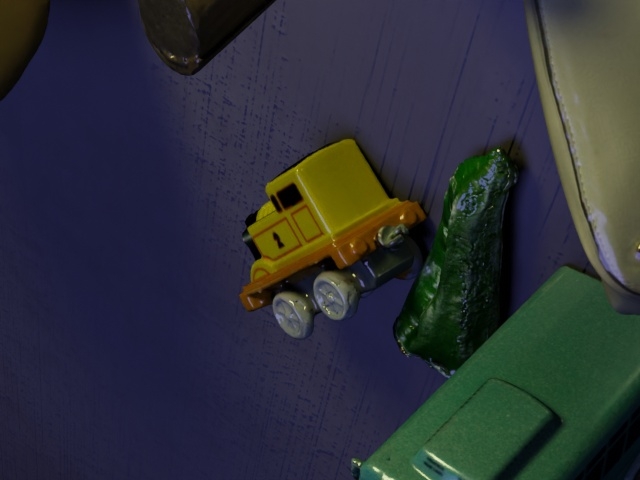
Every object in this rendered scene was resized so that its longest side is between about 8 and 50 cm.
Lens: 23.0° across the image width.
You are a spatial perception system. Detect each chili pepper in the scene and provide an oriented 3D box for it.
[{"bbox_3d":[0.112,0.013,1.155,0.088,0.059,0.227,31,141,16],"label":"chili pepper"}]

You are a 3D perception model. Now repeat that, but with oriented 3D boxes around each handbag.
[{"bbox_3d":[0.152,-0.069,0.840,0.315,0.109,0.241,-125,23,-88],"label":"handbag"}]

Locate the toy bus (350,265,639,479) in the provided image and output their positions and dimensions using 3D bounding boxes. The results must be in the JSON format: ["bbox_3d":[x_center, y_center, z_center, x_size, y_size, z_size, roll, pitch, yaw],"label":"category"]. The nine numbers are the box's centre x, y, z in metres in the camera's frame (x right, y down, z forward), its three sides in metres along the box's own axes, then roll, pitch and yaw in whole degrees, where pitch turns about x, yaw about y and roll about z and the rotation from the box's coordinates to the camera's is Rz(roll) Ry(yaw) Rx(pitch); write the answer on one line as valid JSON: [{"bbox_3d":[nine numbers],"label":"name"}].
[{"bbox_3d":[0.136,0.146,1.072,0.128,0.256,0.147,30,142,28],"label":"toy bus"}]

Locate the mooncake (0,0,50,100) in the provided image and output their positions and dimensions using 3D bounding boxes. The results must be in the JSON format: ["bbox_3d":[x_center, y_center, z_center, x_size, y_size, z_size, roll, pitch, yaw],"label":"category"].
[{"bbox_3d":[-0.390,-0.245,1.195,0.201,0.378,0.378,21,141,55],"label":"mooncake"}]

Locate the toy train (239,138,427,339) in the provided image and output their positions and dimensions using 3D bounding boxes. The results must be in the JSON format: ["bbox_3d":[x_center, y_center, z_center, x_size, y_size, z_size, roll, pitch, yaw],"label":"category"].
[{"bbox_3d":[0.000,0.000,1.248,0.127,0.089,0.219,61,149,-1],"label":"toy train"}]

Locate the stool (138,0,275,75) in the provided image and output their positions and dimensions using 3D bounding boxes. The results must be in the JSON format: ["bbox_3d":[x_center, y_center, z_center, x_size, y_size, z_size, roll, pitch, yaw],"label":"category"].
[{"bbox_3d":[-0.006,-0.281,0.779,0.310,0.226,0.310,-19,101,57],"label":"stool"}]
